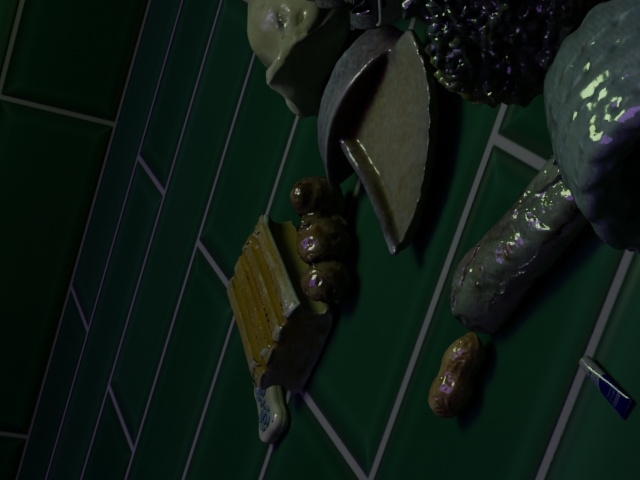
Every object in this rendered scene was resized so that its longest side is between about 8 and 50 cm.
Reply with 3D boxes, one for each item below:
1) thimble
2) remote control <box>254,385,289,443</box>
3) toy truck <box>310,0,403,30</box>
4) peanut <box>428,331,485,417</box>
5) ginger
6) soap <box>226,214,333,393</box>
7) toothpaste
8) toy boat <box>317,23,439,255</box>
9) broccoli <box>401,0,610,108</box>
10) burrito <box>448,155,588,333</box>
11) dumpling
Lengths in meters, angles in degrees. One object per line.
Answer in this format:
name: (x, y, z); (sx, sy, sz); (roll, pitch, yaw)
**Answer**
thimble: (0.304, -0.113, 1.045); (0.250, 0.205, 0.172); (116, 154, -49)
remote control: (-0.081, 0.266, 1.943); (0.074, 0.032, 0.122); (-57, 32, 38)
toy truck: (0.074, -0.427, 1.740); (0.363, 0.178, 0.176); (-122, 22, -61)
peanut: (0.164, 0.161, 1.425); (0.113, 0.054, 0.054); (-71, 24, 15)
ginger: (0.000, 0.000, 1.804); (0.080, 0.104, 0.204); (-22, 67, 35)
soap: (-0.071, 0.099, 1.931); (0.274, 0.089, 0.173); (-114, 41, -54)
toothpaste: (0.286, 0.144, 1.200); (0.083, 0.015, 0.024); (-122, 42, -52)
toy boat: (0.098, -0.163, 1.681); (0.293, 0.111, 0.276); (43, 123, 51)
broccoli: (0.230, -0.310, 1.315); (0.293, 0.348, 0.281); (-27, 6, 14)
burrito: (0.233, -0.007, 1.329); (0.309, 0.066, 0.096); (-55, 37, 42)
dumpling: (-0.020, -0.353, 2.005); (0.243, 0.187, 0.318); (69, -164, -46)
